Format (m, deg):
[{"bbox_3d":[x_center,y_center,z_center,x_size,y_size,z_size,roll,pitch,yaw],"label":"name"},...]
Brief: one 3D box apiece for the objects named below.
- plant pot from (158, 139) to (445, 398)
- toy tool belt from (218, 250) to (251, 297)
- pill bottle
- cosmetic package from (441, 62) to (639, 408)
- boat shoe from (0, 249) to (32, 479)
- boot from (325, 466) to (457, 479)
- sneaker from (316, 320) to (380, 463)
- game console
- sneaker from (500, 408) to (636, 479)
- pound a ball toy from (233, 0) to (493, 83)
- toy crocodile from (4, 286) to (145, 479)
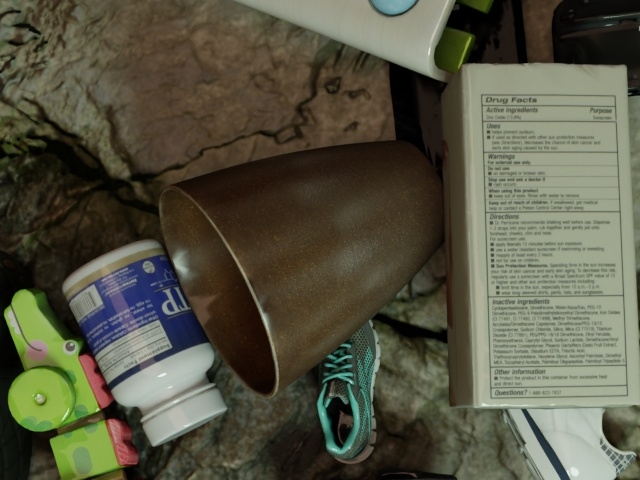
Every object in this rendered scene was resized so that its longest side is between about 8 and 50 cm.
[{"bbox_3d":[0.000,0.000,1.327,0.230,0.215,0.215,-27,81,-20],"label":"plant pot"},{"bbox_3d":[-0.076,0.038,1.421,0.051,0.052,0.083,1,89,21],"label":"toy tool belt"},{"bbox_3d":[-0.170,0.103,1.409,0.112,0.112,0.186,-29,82,10],"label":"pill bottle"},{"bbox_3d":[0.190,0.001,1.252,0.153,0.129,0.296,1,84,-5],"label":"cosmetic package"},{"bbox_3d":[-0.374,0.171,1.460,0.120,0.122,0.324,-1,80,18],"label":"boat shoe"},{"bbox_3d":[0.124,0.325,1.323,0.338,0.118,0.222,-2,82,9],"label":"boot"},{"bbox_3d":[0.024,0.137,1.381,0.065,0.076,0.166,-7,86,12],"label":"sneaker"},{"bbox_3d":[0.245,-0.170,1.361,0.361,0.044,0.213,-5,88,13],"label":"game console"},{"bbox_3d":[0.208,0.129,1.344,0.095,0.090,0.235,-26,86,-1],"label":"sneaker"},{"bbox_3d":[0.019,-0.299,1.341,0.319,0.136,0.208,26,98,27],"label":"pound a ball toy"},{"bbox_3d":[-0.231,0.204,1.420,0.105,0.115,0.340,-21,85,0],"label":"toy crocodile"}]
